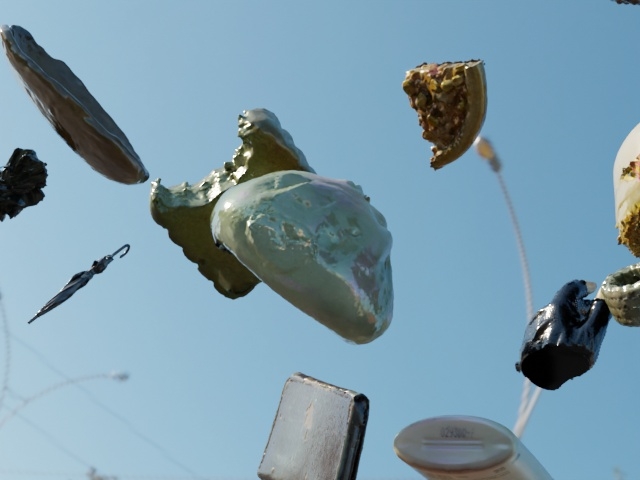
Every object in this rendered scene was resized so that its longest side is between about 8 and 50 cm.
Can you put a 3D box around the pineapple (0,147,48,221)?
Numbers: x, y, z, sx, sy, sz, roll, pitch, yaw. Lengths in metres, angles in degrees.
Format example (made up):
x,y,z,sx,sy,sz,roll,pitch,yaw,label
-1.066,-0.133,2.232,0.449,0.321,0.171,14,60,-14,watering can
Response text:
x,y,z,sx,sy,sz,roll,pitch,yaw,label
-0.366,-0.041,1.278,0.074,0.159,0.074,56,-4,6,pineapple

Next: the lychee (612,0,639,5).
x,y,z,sx,sy,sz,roll,pitch,yaw,label
0.422,-0.391,1.491,0.188,0.188,0.188,24,-30,15,lychee

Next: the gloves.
x,y,z,sx,sy,sz,roll,pitch,yaw,label
0.346,0.113,1.645,0.106,0.180,0.129,18,-47,9,gloves

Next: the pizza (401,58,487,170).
x,y,z,sx,sy,sz,roll,pitch,yaw,label
0.151,-0.173,1.474,0.131,0.041,0.178,50,-38,13,pizza

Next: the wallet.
x,y,z,sx,sy,sz,roll,pitch,yaw,label
-0.006,0.199,1.166,0.031,0.122,0.232,17,-6,-17,wallet

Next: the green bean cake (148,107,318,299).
x,y,z,sx,sy,sz,roll,pitch,yaw,label
-0.121,-0.064,1.812,0.233,0.236,0.124,52,7,-27,green bean cake

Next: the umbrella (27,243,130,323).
x,y,z,sx,sy,sz,roll,pitch,yaw,label
-0.216,0.036,1.059,0.013,0.122,0.022,38,-36,17,umbrella

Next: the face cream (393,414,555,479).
x,y,z,sx,sy,sz,roll,pitch,yaw,label
0.239,0.336,1.688,0.174,0.081,0.348,-4,-25,24,face cream

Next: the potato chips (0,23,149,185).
x,y,z,sx,sy,sz,roll,pitch,yaw,label
-0.240,-0.125,1.122,0.201,0.049,0.150,51,-1,3,potato chips

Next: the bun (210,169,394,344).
x,y,z,sx,sy,sz,roll,pitch,yaw,label
0.000,0.000,1.594,0.293,0.187,0.293,36,1,0,bun

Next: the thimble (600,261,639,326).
x,y,z,sx,sy,sz,roll,pitch,yaw,label
0.419,0.072,1.546,0.062,0.084,0.110,62,4,-8,thimble

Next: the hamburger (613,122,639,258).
x,y,z,sx,sy,sz,roll,pitch,yaw,label
0.527,-0.062,1.569,0.276,0.179,0.294,-12,-35,14,hamburger
